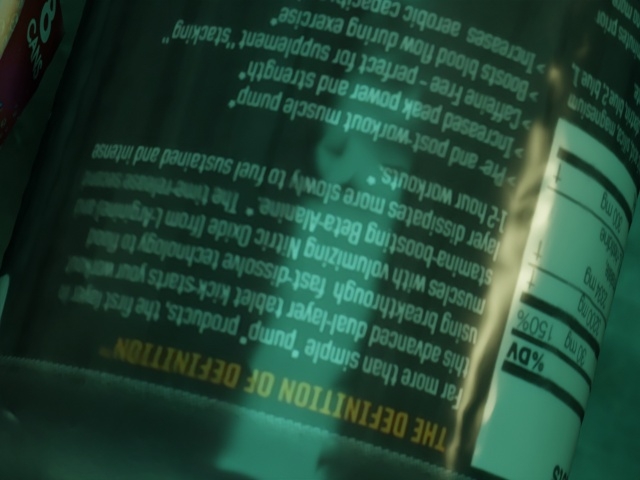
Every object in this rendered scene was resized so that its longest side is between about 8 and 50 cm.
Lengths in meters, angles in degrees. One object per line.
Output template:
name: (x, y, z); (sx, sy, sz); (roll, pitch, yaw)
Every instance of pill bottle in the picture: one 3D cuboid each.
pill bottle: (0.000, 0.000, 0.383); (0.130, 0.130, 0.246); (17, 77, -5)

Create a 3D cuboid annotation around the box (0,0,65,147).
box: (-0.190, -0.071, 0.324); (0.256, 0.128, 0.123); (15, 54, 10)
